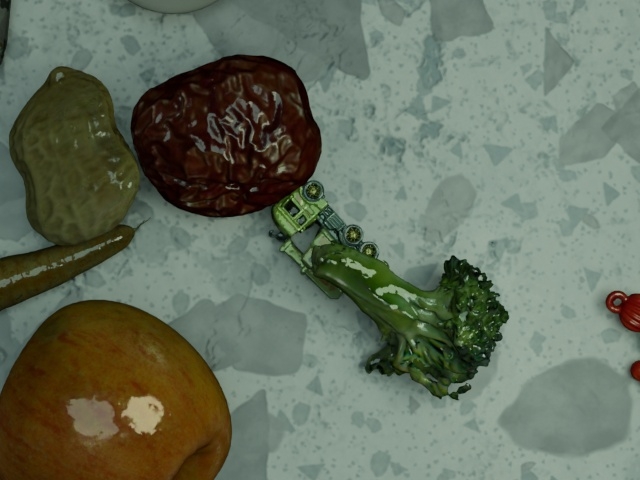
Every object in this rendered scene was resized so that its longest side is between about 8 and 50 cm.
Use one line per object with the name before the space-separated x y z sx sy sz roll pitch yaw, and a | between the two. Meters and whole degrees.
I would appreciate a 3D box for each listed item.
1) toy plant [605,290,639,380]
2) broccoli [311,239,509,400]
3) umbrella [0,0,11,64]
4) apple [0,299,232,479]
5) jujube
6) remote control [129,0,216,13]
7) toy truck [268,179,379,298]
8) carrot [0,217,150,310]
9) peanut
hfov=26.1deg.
toy plant | 0.510 0.153 1.910 0.240 0.088 0.155 4 100 3
broccoli | 0.104 0.096 1.842 0.274 0.198 0.177 17 54 -3
umbrella | -0.449 -0.402 1.878 0.073 0.067 0.337 7 85 -17
apple | -0.258 0.230 1.734 0.275 0.299 0.299 31 84 9
jujube | -0.121 -0.137 1.808 0.232 0.213 0.213 -18 87 9
remote control | -0.191 -0.472 1.885 0.221 0.103 0.332 16 85 -13
toy truck | 0.000 0.000 1.882 0.100 0.077 0.169 -43 92 -7
carrot | -0.364 0.033 1.856 0.298 0.078 0.078 -21 88 -9
peanut | -0.327 -0.114 1.820 0.196 0.110 0.233 -26 81 36
